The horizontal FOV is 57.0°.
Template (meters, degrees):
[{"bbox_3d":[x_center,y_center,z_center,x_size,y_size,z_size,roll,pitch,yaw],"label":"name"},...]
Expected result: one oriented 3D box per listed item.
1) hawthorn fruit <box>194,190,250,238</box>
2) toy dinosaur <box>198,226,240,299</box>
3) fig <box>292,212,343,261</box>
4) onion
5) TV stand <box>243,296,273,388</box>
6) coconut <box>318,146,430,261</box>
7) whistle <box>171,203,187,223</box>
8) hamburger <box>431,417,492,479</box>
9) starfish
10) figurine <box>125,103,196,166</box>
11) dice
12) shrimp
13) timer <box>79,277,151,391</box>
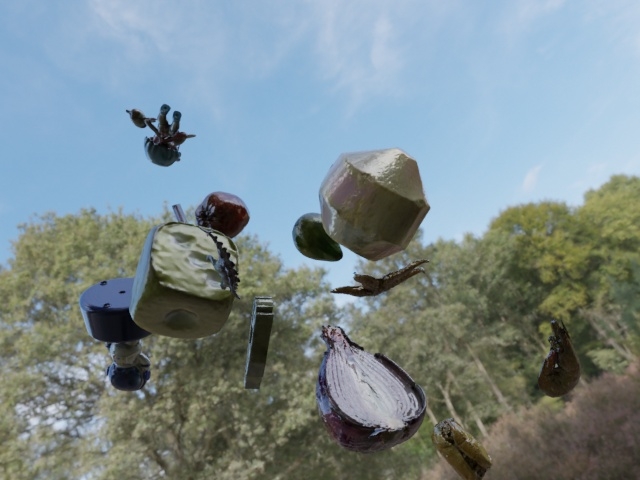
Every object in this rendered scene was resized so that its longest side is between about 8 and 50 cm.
[{"bbox_3d":[-0.341,-0.088,2.106,0.185,0.185,0.202,-41,-14,33],"label":"hawthorn fruit"},{"bbox_3d":[-0.213,0.053,1.295,0.039,0.082,0.209,-35,-58,-23],"label":"toy dinosaur"},{"bbox_3d":[0.000,0.000,1.564,0.123,0.156,0.123,-23,-52,-32],"label":"fig"},{"bbox_3d":[0.086,0.378,1.458,0.267,0.348,0.159,2,-55,-32],"label":"onion"},{"bbox_3d":[-0.126,0.216,1.181,0.036,0.042,0.249,1,-52,-14],"label":"TV stand"},{"bbox_3d":[0.111,-0.085,1.198,0.237,0.237,0.197,-32,0,13],"label":"coconut"},{"bbox_3d":[-0.493,-0.075,2.093,0.033,0.176,0.033,-17,-44,-17],"label":"whistle"},{"bbox_3d":[0.308,0.459,1.292,0.083,0.147,0.138,-44,-15,3],"label":"hamburger"},{"bbox_3d":[0.180,0.136,1.859,0.302,0.060,0.299,-3,-21,-37],"label":"starfish"},{"bbox_3d":[-0.465,-0.303,1.686,0.205,0.103,0.260,18,-24,-14],"label":"figurine"},{"bbox_3d":[-0.356,0.108,1.544,0.238,0.233,0.227,15,-42,-20],"label":"dice"},{"bbox_3d":[0.708,0.365,1.778,0.152,0.063,0.287,-29,-64,-7],"label":"shrimp"},{"bbox_3d":[-0.662,0.346,2.015,0.270,0.270,0.383,-12,-67,-34],"label":"timer"}]
